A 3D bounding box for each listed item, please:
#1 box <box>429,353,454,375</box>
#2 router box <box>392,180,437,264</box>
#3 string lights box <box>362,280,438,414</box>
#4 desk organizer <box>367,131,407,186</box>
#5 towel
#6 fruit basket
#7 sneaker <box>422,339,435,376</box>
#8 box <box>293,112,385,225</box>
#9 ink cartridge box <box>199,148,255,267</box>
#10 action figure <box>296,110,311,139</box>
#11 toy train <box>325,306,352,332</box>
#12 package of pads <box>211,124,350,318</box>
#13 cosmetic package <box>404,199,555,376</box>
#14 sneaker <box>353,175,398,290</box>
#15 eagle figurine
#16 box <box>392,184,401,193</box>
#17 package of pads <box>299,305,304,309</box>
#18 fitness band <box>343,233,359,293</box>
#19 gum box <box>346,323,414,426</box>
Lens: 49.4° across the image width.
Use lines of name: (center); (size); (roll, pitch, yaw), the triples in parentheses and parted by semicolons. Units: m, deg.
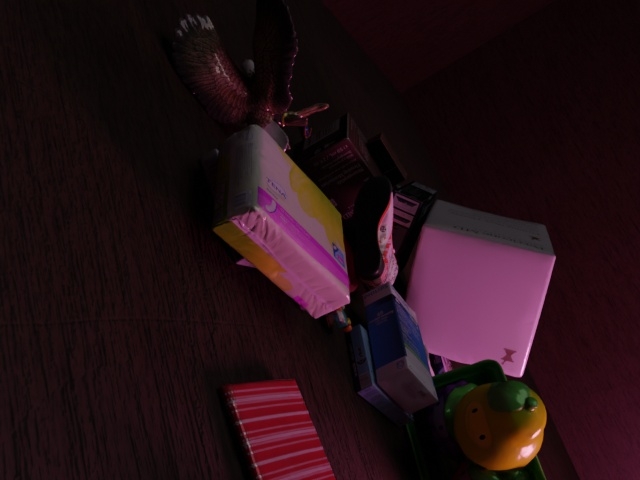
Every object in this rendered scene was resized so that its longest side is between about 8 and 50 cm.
box: (0.339, 0.399, 1.846); (0.159, 0.044, 0.233); (56, 18, -41)
router box: (0.213, -0.023, 1.854); (0.081, 0.243, 0.309); (24, 14, 11)
string lights box: (0.169, 0.227, 1.505); (0.133, 0.076, 0.260); (49, 20, -33)
desk organizer: (0.168, -0.203, 1.761); (0.130, 0.047, 0.050); (56, 21, -15)
towel: (-0.044, 0.334, 1.004); (0.199, 0.031, 0.275); (17, 46, -61)
fruit basket: (0.329, 0.421, 1.439); (0.392, 0.282, 0.392); (-20, 90, -83)
sneaker: (0.242, 0.315, 1.721); (0.094, 0.080, 0.212); (-61, 129, -82)
box: (0.055, -0.178, 1.770); (0.203, 0.168, 0.167); (52, 21, -24)
ink cartridge box: (-0.119, -0.046, 1.321); (0.224, 0.045, 0.223); (20, 44, -63)
action figure: (-0.040, -0.308, 1.930); (0.038, 0.030, 0.115); (39, 30, -58)
toy train: (0.011, 0.112, 1.414); (0.125, 0.046, 0.166); (53, 14, -59)
package of pads: (-0.063, -0.036, 1.227); (0.296, 0.101, 0.229); (46, 27, -39)
cosmetic package: (0.412, 0.109, 1.856); (0.393, 0.329, 0.328); (-42, 145, -71)
sneaker: (0.136, -0.009, 1.669); (0.145, 0.090, 0.270); (56, 36, -57)
eagle figurine: (-0.144, -0.332, 1.426); (0.225, 0.226, 0.298); (31, -20, 34)
box: (0.145, -0.170, 2.024); (0.077, 0.147, 0.180); (25, 41, -60)
package of pads: (-0.029, 0.091, 1.358); (0.083, 0.031, 0.050); (-95, -177, -50)
fitness band: (0.000, 0.000, 1.566); (0.291, 0.054, 0.209); (52, 18, -27)
gum box: (0.127, 0.290, 1.488); (0.184, 0.041, 0.157); (46, 23, -39)
